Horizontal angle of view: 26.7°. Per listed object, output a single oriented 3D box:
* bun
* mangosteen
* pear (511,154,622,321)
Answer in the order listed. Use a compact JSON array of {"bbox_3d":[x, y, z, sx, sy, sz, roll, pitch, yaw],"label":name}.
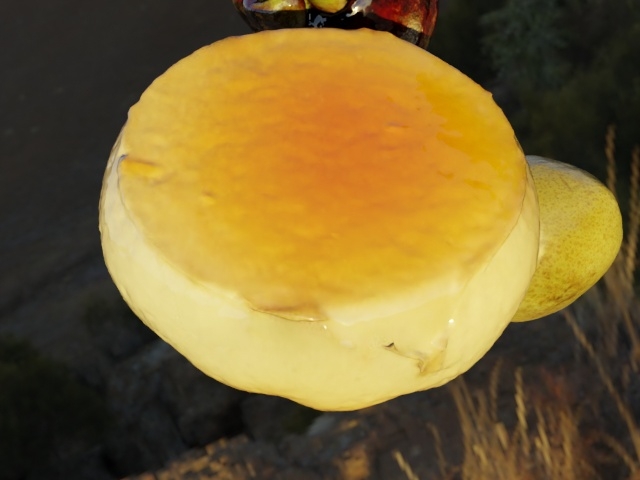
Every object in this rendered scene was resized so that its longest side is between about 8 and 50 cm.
[{"bbox_3d":[0.000,0.000,0.921,0.299,0.164,0.298,2,48,-2],"label":"bun"},{"bbox_3d":[0.012,-0.196,1.087,0.173,0.172,0.184,-17,-5,12],"label":"mangosteen"},{"bbox_3d":[0.245,-0.002,1.657,0.211,0.188,0.228,0,-34,-44],"label":"pear"}]
